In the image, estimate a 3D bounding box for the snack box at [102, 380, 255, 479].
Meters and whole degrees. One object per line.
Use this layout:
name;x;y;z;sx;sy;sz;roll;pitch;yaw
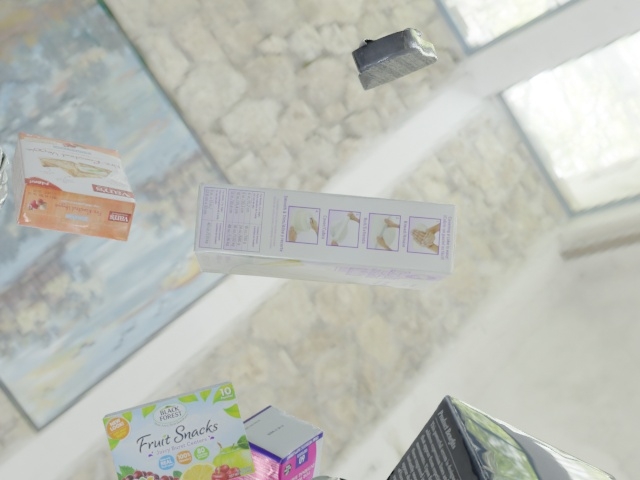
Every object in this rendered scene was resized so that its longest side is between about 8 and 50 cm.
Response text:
snack box;-0.150;0.215;1.175;0.141;0.100;0.037;-15;178;-7

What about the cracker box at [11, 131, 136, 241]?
cracker box;-0.365;-0.082;1.616;0.232;0.155;0.067;-125;-132;-60

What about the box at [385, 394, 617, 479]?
box;0.197;0.456;1.443;0.396;0.293;0.212;-57;-162;15

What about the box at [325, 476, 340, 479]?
box;0.019;0.395;1.130;0.113;0.275;0.094;-26;178;13

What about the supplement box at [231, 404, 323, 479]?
supplement box;-0.079;0.393;1.739;0.113;0.220;0.111;21;-153;30

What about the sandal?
sandal;0.083;-0.222;1.280;0.097;0.055;0.254;-21;180;4

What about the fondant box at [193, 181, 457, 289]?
fondant box;0.000;0.000;1.490;0.330;0.096;0.238;4;172;-3

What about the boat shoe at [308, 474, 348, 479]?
boat shoe;-0.054;0.432;1.563;0.302;0.091;0.114;-32;-127;27

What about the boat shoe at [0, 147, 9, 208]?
boat shoe;-0.363;-0.074;1.171;0.076;0.083;0.226;-43;-173;5
